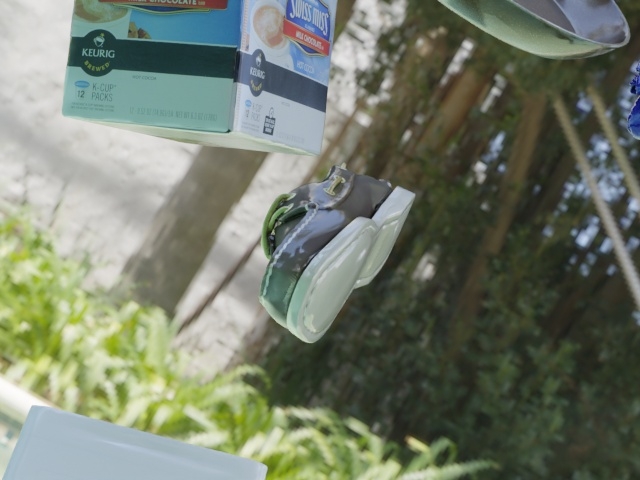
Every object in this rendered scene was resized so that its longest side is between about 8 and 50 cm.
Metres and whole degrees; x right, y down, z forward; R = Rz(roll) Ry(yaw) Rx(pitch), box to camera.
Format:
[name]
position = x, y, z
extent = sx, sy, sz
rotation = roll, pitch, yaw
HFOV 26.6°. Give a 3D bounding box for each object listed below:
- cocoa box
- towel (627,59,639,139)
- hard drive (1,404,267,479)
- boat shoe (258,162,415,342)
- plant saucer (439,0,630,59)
[cocoa box]
position = -0.142, -0.243, 1.740
extent = 0.231, 0.228, 0.347
rotation = 7, 1, 18
[towel]
position = 0.420, -0.164, 1.088
extent = 0.308, 0.228, 0.076
rotation = 4, -49, 45
[hard drive]
position = -0.175, 0.289, 1.036
extent = 0.203, 0.308, 0.040
rotation = 14, -34, 1
[boat shoe]
position = 0.000, 0.000, 1.216
extent = 0.096, 0.117, 0.324
rotation = 28, 21, 9
[plant saucer]
position = 0.140, -0.258, 1.215
extent = 0.310, 0.050, 0.311
rotation = 29, 27, -17
